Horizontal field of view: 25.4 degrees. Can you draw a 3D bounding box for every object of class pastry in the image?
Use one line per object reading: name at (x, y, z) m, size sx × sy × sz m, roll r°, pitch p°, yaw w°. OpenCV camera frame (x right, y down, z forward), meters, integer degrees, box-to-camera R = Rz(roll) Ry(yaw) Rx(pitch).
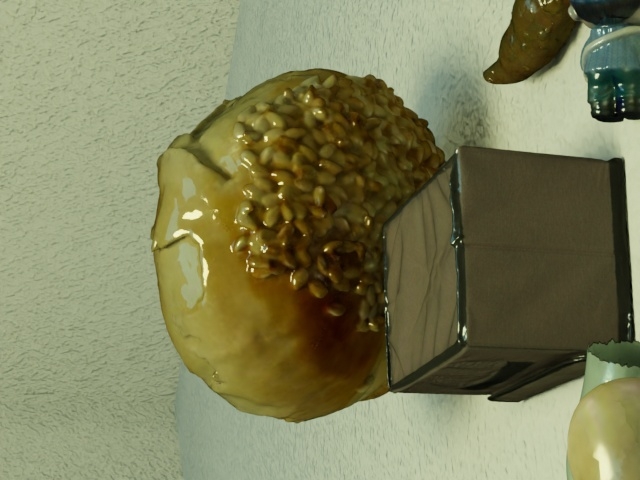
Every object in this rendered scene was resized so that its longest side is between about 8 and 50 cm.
pastry at (0.000, 0.000, 1.532) m, size 0.245 × 0.409 × 0.410 m, roll -8°, pitch 77°, yaw 39°

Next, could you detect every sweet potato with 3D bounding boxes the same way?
sweet potato at (0.212, -0.215, 1.315) m, size 0.274 × 0.067 × 0.067 m, roll 121°, pitch 148°, yaw -62°

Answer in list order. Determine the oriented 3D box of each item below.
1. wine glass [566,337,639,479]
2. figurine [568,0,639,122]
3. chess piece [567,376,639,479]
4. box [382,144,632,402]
wine glass at (0.234, 0.181, 1.092) m, size 0.093 × 0.092 × 0.202 m, roll -144°, pitch 58°, yaw -73°
figurine at (0.239, -0.175, 1.175) m, size 0.086 × 0.087 × 0.149 m, roll -3°, pitch 84°, yaw 38°
chess piece at (0.248, 0.083, 0.602) m, size 0.124 × 0.307 × 0.139 m, roll 129°, pitch 141°, yaw -66°
box at (0.158, 0.039, 1.300) m, size 0.252 × 0.153 × 0.188 m, roll 135°, pitch 136°, yaw -72°
